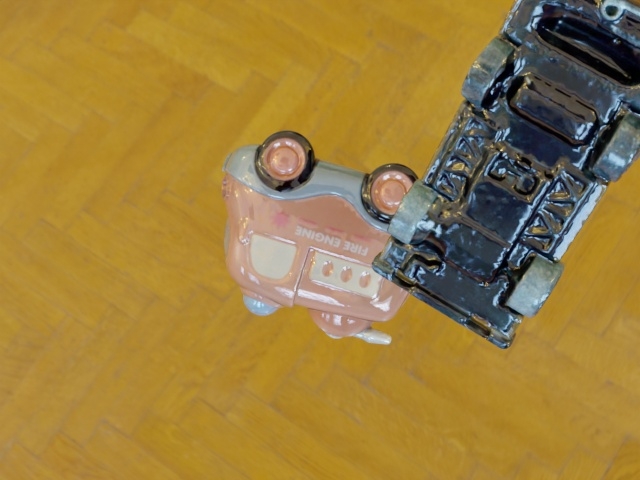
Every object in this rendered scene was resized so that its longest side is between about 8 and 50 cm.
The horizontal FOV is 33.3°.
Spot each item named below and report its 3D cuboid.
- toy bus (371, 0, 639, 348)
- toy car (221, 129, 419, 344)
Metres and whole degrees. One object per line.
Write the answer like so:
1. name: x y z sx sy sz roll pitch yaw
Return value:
1. toy bus: 0.195 -0.089 0.952 0.162 0.323 0.194 32 32 9
2. toy car: 0.000 0.000 1.265 0.270 0.180 0.212 18 89 3
